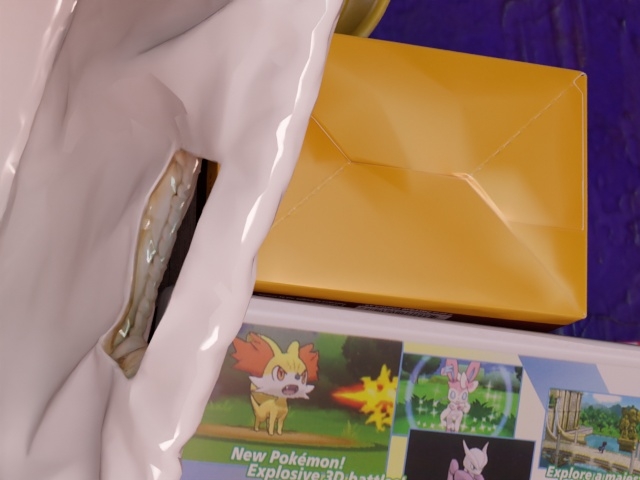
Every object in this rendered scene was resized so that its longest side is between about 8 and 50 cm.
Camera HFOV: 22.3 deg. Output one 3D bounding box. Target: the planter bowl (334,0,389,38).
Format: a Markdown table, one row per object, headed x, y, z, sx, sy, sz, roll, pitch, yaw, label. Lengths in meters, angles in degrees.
| x | y | z | sx | sy | sz | roll | pitch | yaw | label |
| --- | --- | --- | --- | --- | --- | --- | --- | --- | --- |
| -0.069 | -0.175 | 0.942 | 0.217 | 0.090 | 0.217 | 7 | 71 | -22 | planter bowl |

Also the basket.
| x | y | z | sx | sy | sz | roll | pitch | yaw | label |
| --- | --- | --- | --- | --- | --- | --- | --- | --- | --- |
| -0.214 | -0.050 | 0.677 | 0.331 | 0.266 | 0.328 | 18 | 94 | -25 | basket |

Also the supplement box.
| x | y | z | sx | sy | sz | roll | pitch | yaw | label |
| --- | --- | --- | --- | --- | --- | --- | --- | --- | --- |
| 0.014 | -0.012 | 0.860 | 0.191 | 0.194 | 0.129 | 7 | 75 | -17 | supplement box |

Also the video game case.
| x | y | z | sx | sy | sz | roll | pitch | yaw | label |
| --- | --- | --- | --- | --- | --- | --- | --- | --- | --- |
| 0.061 | 0.189 | 0.782 | 0.329 | 0.036 | 0.300 | 8 | 89 | -21 | video game case |
